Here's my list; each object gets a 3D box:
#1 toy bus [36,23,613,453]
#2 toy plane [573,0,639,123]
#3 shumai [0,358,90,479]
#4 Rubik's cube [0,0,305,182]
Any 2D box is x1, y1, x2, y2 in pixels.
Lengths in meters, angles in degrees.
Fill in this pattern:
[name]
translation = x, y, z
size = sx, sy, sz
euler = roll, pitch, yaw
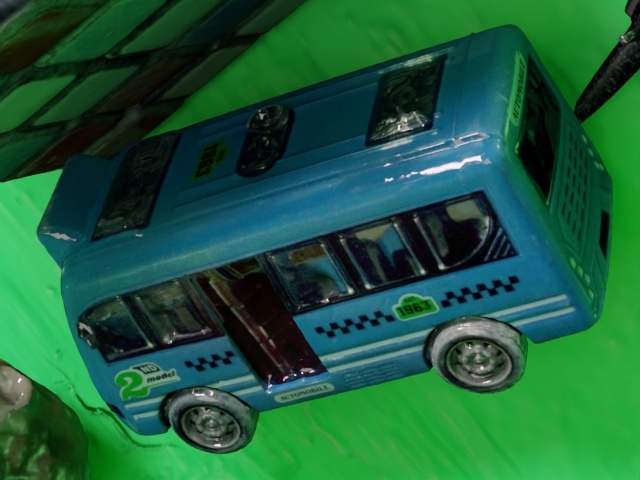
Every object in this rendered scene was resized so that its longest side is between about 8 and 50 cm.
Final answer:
[toy bus]
translation = 0.000, 0.000, 0.785
size = 0.246, 0.113, 0.134
euler = -15, 126, 25
[toy plane]
translation = 0.163, -0.119, 0.747
size = 0.130, 0.061, 0.189
euler = 43, 113, 10
[shumai]
translation = -0.252, 0.068, 0.897
size = 0.261, 0.225, 0.221
euler = 0, 81, 8
[Rubik's cube]
translation = -0.138, -0.208, 0.738
size = 0.292, 0.287, 0.293
euler = -38, 83, 25
